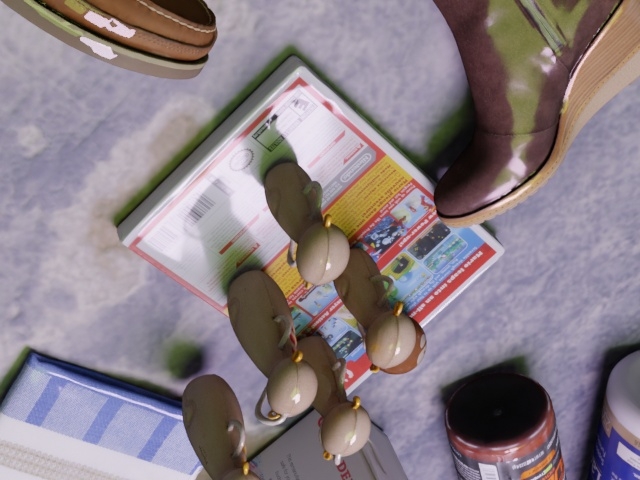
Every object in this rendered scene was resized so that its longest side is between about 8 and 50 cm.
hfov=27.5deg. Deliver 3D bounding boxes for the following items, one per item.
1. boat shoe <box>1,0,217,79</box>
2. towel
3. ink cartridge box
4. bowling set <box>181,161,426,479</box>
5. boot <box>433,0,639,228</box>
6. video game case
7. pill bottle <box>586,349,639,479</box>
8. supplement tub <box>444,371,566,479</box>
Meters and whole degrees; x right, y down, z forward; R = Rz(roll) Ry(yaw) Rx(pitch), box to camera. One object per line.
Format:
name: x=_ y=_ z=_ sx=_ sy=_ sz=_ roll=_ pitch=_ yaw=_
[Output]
boat shoe: x=-0.178 y=-0.209 z=0.836 sx=0.307 sy=0.111 sz=0.104 roll=26 pitch=112 yaw=-33
towel: x=-0.233 y=0.238 z=1.175 sx=0.209 sy=0.034 sz=0.285 roll=22 pitch=111 yaw=-29
ink cartridge box: x=-0.018 y=0.269 z=1.198 sx=0.212 sy=0.154 sz=0.093 roll=-42 pitch=127 yaw=10
bowling set: x=0.020 y=0.090 z=1.057 sx=0.199 sy=0.154 sz=0.287 roll=6 pitch=121 yaw=-24
boot: x=0.131 y=-0.150 z=1.026 sx=0.248 sy=0.090 sz=0.207 roll=-45 pitch=115 yaw=12
video game case: x=0.000 y=0.000 z=1.101 sx=0.204 sy=0.025 sz=0.285 roll=-43 pitch=126 yaw=11
pill bottle: x=0.347 y=0.250 z=1.321 sx=0.153 sy=0.153 sz=0.265 roll=-8 pitch=125 yaw=-15
supplement tub: x=0.187 y=0.229 z=1.279 sx=0.106 sy=0.106 sz=0.198 roll=-22 pitch=128 yaw=-5
